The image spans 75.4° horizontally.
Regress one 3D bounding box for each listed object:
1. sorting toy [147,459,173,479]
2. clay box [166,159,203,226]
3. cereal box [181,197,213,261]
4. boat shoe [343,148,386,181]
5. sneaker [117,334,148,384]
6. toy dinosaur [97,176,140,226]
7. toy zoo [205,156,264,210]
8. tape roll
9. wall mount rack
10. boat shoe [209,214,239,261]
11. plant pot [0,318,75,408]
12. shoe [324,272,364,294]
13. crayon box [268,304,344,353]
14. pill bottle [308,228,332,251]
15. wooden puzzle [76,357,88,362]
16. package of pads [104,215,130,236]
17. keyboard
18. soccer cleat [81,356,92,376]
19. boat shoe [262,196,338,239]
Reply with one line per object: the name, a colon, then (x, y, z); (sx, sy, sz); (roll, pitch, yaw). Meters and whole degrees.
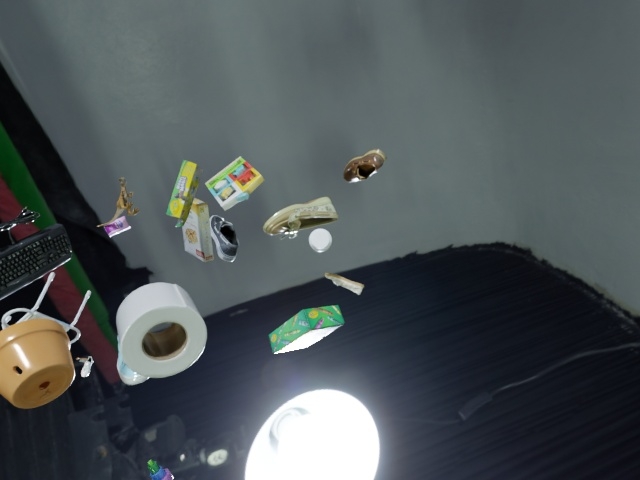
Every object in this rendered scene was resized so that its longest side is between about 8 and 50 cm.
sorting toy: (-0.540, 0.814, 1.273); (0.126, 0.127, 0.365); (64, 176, -14)
clay box: (-0.474, -0.160, 1.438); (0.127, 0.053, 0.222); (-158, 87, -84)
cereal box: (-0.500, -0.049, 1.659); (0.173, 0.047, 0.240); (21, 119, 42)
boat shoe: (0.118, -0.209, 1.217); (0.064, 0.060, 0.178); (38, 152, -18)
sneaker: (-0.759, 0.414, 1.658); (0.366, 0.135, 0.150); (44, 146, 53)
toy dinosaur: (-0.737, -0.126, 1.539); (0.064, 0.112, 0.211); (10, -77, -66)
toy zoo: (-0.336, -0.223, 1.630); (0.293, 0.192, 0.030); (43, 170, 50)
tape roll: (-0.493, 0.273, 1.284); (0.169, 0.246, 0.246); (32, 142, 55)
wall mount rack: (-1.234, 0.330, 1.888); (0.130, 0.304, 0.350); (41, 173, 38)
boat shoe: (-0.425, -0.038, 1.834); (0.102, 0.108, 0.301); (-60, 36, 25)
plant pot: (-1.038, 0.459, 1.501); (0.203, 0.291, 0.291); (35, 154, 27)
shoe: (0.118, 0.223, 2.166); (0.076, 0.219, 0.058); (26, -97, -73)
crayon box: (-0.058, 0.341, 1.586); (0.278, 0.165, 0.081); (-42, 58, 44)
pill bottle: (0.000, 0.000, 1.912); (0.180, 0.108, 0.108); (74, 177, -86)
wooden puzzle: (-1.249, 0.634, 2.196); (0.049, 0.083, 0.006); (12, 85, 65)
package of pads: (-0.776, -0.054, 1.580); (0.050, 0.083, 0.032); (60, 155, 2)
keyboard: (-0.862, 0.027, 1.184); (0.317, 0.033, 0.201); (-61, -40, -61)
soccer cleat: (-0.884, 0.478, 1.567); (0.083, 0.029, 0.035); (-101, 29, -56)
boat shoe: (-0.065, -0.074, 1.457); (0.089, 0.285, 0.104); (60, 153, 15)
